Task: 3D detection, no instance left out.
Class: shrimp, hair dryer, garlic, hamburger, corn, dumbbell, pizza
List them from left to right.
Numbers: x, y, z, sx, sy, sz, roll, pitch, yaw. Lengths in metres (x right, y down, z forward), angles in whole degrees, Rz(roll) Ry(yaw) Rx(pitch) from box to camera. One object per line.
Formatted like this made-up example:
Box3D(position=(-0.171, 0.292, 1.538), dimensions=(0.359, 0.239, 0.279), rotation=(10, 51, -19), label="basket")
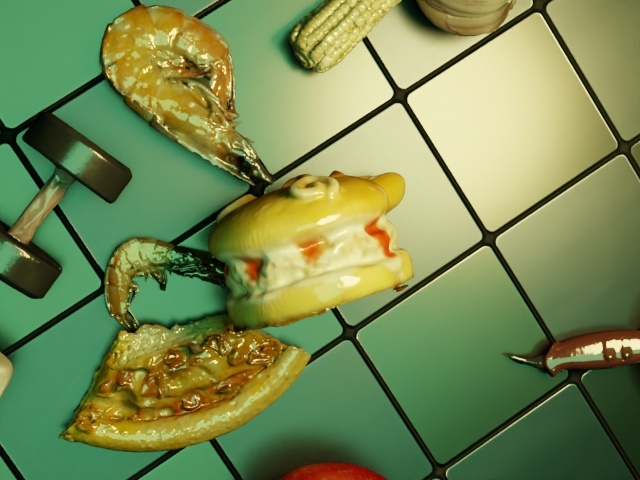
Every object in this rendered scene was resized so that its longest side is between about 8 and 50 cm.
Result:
Box3D(position=(-0.372, -0.048, 1.674), dimensions=(0.152, 0.152, 0.218), rotation=(37, 86, -10), label="dumbbell")
Box3D(position=(-0.209, 0.078, 1.766), dimensions=(0.195, 0.035, 0.147), rotation=(12, 91, -9), label="shrimp")
Box3D(position=(-0.191, 0.198, 1.754), dimensions=(0.366, 0.074, 0.182), rotation=(-11, 105, -10), label="pizza")
Box3D(position=(-0.166, -0.204, 1.749), dimensions=(0.317, 0.062, 0.164), rotation=(42, 83, -7), label="shrimp")
Box3D(position=(0.000, 0.000, 1.698), dimensions=(0.303, 0.261, 0.186), rotation=(-14, 91, -28), label="hamburger")
Box3D(position=(0.048, -0.321, 1.771), dimensions=(0.211, 0.087, 0.087), rotation=(-40, 98, -9), label="corn")
Box3D(position=(0.209, -0.425, 1.778), dimensions=(0.207, 0.207, 0.256), rotation=(-23, 62, -8), label="garlic")
Box3D(position=(0.443, 0.113, 1.866), dimensions=(0.341, 0.123, 0.312), rotation=(-6, 83, 1), label="hair dryer")

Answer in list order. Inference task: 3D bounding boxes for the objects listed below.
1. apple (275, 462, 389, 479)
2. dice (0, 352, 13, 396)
Box3D(position=(0.016, 0.433, 1.717), dimensions=(0.261, 0.216, 0.260), rotation=(4, 66, -10), label="apple")
Box3D(position=(-0.527, 0.200, 1.638), dimensions=(0.194, 0.193, 0.191), rotation=(34, 85, -11), label="dice")
